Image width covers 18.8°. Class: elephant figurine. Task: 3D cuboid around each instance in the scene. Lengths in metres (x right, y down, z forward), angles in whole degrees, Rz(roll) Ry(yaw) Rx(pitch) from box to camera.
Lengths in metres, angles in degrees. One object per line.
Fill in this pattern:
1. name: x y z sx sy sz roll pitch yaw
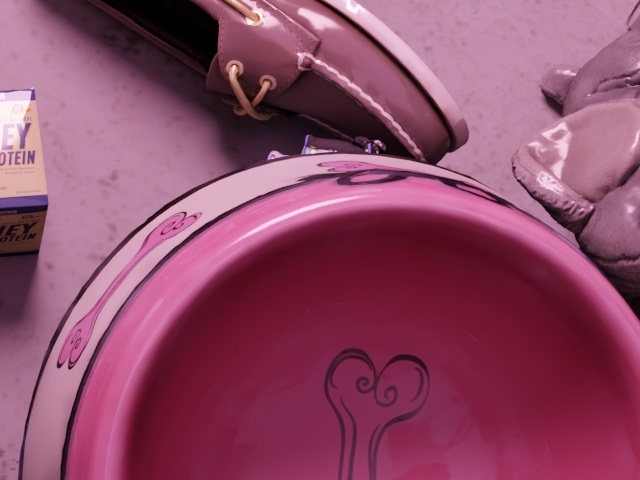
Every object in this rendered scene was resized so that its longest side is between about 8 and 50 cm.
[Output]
1. elephant figurine: 0.208 -0.031 1.258 0.169 0.186 0.239 34 57 -2

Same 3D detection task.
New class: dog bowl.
1. dog bowl: 0.031 0.144 1.112 0.407 0.150 0.408 1 86 -10

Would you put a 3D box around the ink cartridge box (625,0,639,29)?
1. ink cartridge box: 0.313 -0.184 1.421 0.109 0.063 0.150 41 66 5

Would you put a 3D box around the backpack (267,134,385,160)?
1. backpack: 0.000 0.000 1.255 0.084 0.105 0.114 5 68 13

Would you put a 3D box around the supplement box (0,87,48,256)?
1. supplement box: -0.208 -0.042 1.231 0.056 0.083 0.083 -5 69 -15

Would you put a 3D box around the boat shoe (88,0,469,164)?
1. boat shoe: -0.050 -0.139 1.294 0.324 0.116 0.097 38 70 8

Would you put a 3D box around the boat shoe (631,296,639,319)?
1. boat shoe: 0.356 -0.010 1.335 0.335 0.112 0.095 -36 84 -20
